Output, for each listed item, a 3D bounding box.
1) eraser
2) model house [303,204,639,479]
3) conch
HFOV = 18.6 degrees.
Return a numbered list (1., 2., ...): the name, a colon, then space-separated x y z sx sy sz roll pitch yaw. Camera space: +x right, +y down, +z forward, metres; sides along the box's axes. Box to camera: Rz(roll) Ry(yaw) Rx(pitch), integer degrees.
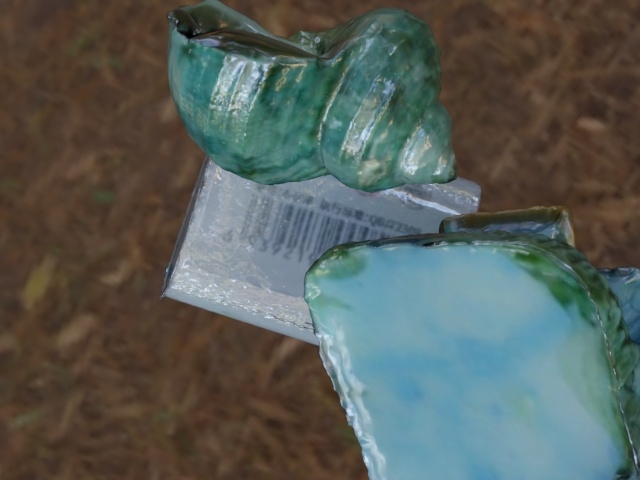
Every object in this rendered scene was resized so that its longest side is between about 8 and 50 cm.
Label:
1. eraser: 0.000 0.000 1.621 0.081 0.227 0.174 -145 73 -80
2. model house: 0.170 0.054 1.436 0.261 0.241 0.226 -1 114 43
3. conch: 0.002 -0.098 1.379 0.202 0.196 0.134 7 107 17
